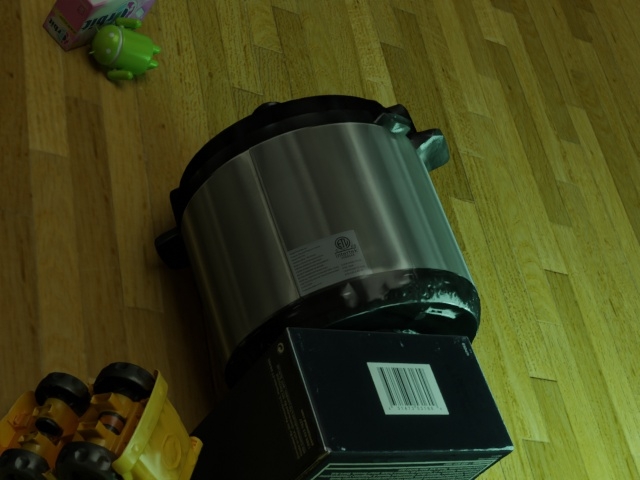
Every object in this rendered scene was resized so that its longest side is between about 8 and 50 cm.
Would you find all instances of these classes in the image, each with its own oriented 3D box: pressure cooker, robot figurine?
[{"bbox_3d":[0.000,-0.003,1.768,0.370,0.375,0.420,1,55,-35],"label":"pressure cooker"},{"bbox_3d":[-0.313,-0.303,2.014,0.115,0.067,0.101,13,83,-38],"label":"robot figurine"}]

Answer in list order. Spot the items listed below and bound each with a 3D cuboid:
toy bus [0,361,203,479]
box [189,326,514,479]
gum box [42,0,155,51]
[{"bbox_3d":[-0.250,0.266,1.497,0.211,0.220,0.149,58,35,-35],"label":"toy bus"},{"bbox_3d":[0.024,0.262,1.611,0.296,0.294,0.182,7,49,-36],"label":"box"},{"bbox_3d":[-0.341,-0.380,2.032,0.062,0.107,0.188,49,40,7],"label":"gum box"}]
